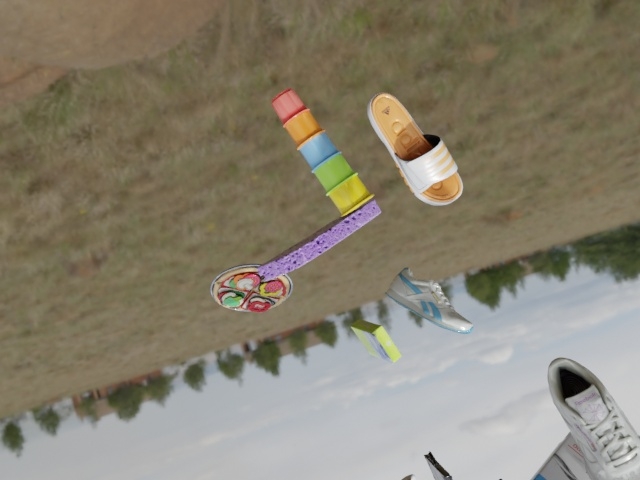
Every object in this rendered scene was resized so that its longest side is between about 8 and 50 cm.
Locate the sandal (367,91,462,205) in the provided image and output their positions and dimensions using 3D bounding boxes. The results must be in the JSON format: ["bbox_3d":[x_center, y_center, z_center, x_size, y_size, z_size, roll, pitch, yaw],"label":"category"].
[{"bbox_3d":[0.189,-0.178,1.659,0.102,0.265,0.076,-43,-169,-15],"label":"sandal"}]

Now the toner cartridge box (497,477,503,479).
[{"bbox_3d":[0.285,0.663,1.843,0.348,0.075,0.165,-22,150,-43],"label":"toner cartridge box"}]

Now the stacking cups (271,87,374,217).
[{"bbox_3d":[-0.002,-0.206,1.946,0.096,0.316,0.096,-34,-178,1],"label":"stacking cups"}]

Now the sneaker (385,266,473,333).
[{"bbox_3d":[0.271,0.148,2.038,0.092,0.229,0.087,-59,161,-3],"label":"sneaker"}]

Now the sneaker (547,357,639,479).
[{"bbox_3d":[0.484,0.336,1.479,0.114,0.305,0.152,-35,148,6],"label":"sneaker"}]

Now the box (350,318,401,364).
[{"bbox_3d":[0.156,0.279,2.348,0.042,0.109,0.178,-38,-167,-14],"label":"box"}]

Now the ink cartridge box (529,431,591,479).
[{"bbox_3d":[0.496,0.464,1.683,0.180,0.104,0.060,-43,162,-24],"label":"ink cartridge box"}]

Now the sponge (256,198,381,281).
[{"bbox_3d":[0.000,0.000,1.422,0.210,0.031,0.117,-32,-175,-43],"label":"sponge"}]

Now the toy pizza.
[{"bbox_3d":[-0.168,0.125,2.073,0.201,0.032,0.201,-4,143,-3],"label":"toy pizza"}]

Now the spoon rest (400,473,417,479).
[{"bbox_3d":[0.192,0.632,2.028,0.084,0.137,0.276,0,168,26],"label":"spoon rest"}]

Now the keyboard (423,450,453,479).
[{"bbox_3d":[0.318,0.615,2.259,0.023,0.108,0.180,-26,-172,-8],"label":"keyboard"}]
